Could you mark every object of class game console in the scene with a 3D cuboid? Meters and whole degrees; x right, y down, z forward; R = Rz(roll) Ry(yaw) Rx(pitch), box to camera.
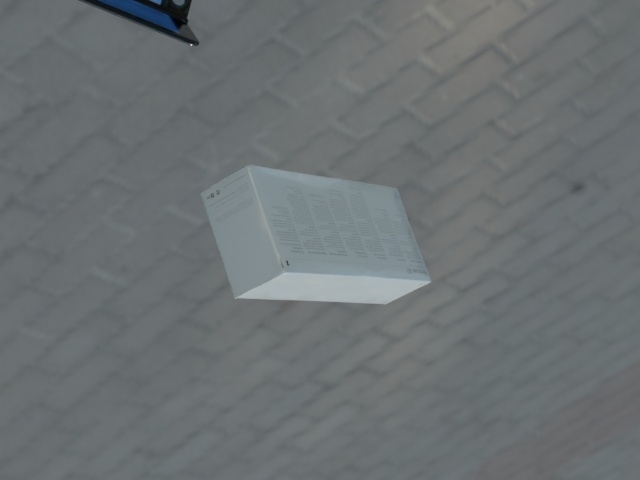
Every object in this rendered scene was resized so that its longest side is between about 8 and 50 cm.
[{"bbox_3d":[-0.154,-0.222,1.344,0.122,0.107,0.071,21,163,-23],"label":"game console"}]

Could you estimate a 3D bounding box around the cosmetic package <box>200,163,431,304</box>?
[{"bbox_3d":[0.000,0.000,1.394,0.060,0.099,0.239,-30,161,28],"label":"cosmetic package"}]
